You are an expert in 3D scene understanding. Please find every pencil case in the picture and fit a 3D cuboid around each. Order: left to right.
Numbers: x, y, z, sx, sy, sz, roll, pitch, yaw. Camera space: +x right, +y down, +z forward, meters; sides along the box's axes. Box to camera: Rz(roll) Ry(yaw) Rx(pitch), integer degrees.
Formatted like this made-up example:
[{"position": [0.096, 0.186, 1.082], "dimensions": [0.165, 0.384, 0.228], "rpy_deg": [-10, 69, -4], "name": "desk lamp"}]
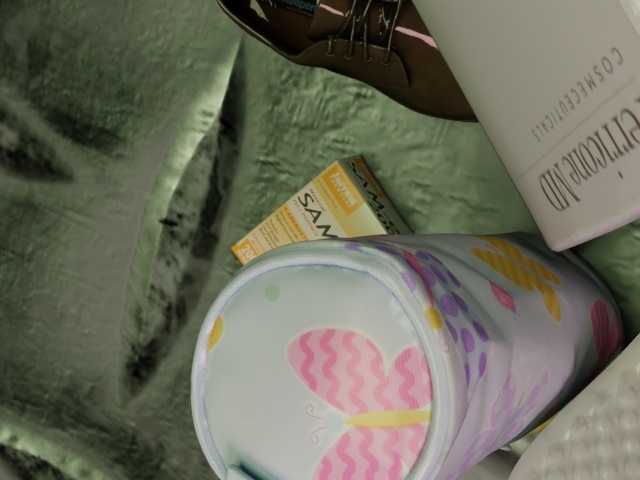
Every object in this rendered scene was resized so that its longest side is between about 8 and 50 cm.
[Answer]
[{"position": [0.056, 0.056, 0.472], "dimensions": [0.113, 0.273, 0.124], "rpy_deg": [44, 109, 22], "name": "pencil case"}]

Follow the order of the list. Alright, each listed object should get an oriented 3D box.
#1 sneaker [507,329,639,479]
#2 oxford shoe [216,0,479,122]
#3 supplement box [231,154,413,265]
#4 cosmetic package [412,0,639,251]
[{"position": [0.222, 0.058, 0.474], "dimensions": [0.321, 0.127, 0.126], "rpy_deg": [-41, 59, 3], "name": "sneaker"}, {"position": [0.037, -0.114, 0.551], "dimensions": [0.227, 0.096, 0.083], "rpy_deg": [17, 105, 23], "name": "oxford shoe"}, {"position": [0.000, 0.000, 0.623], "dimensions": [0.098, 0.036, 0.062], "rpy_deg": [-39, 80, 28], "name": "supplement box"}, {"position": [0.077, -0.237, 0.407], "dimensions": [0.161, 0.230, 0.453], "rpy_deg": [-28, 84, -3], "name": "cosmetic package"}]
